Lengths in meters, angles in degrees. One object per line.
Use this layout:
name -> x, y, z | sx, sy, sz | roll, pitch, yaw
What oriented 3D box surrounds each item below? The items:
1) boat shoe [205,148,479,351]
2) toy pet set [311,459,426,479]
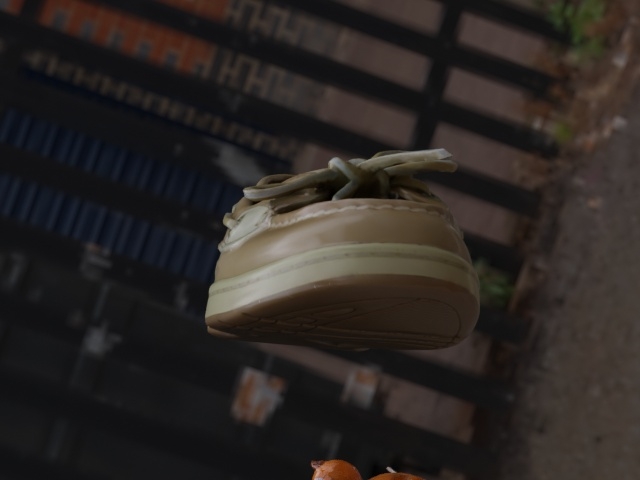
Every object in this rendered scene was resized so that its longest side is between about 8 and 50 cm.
boat shoe -> 0.000, 0.000, 0.786 | 0.285, 0.104, 0.089 | 163, 114, -76
toy pet set -> 0.008, 0.116, 0.573 | 0.065, 0.114, 0.122 | 32, 117, 51
